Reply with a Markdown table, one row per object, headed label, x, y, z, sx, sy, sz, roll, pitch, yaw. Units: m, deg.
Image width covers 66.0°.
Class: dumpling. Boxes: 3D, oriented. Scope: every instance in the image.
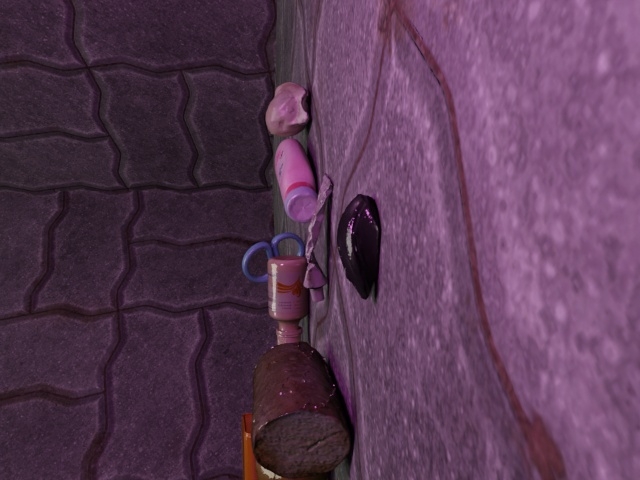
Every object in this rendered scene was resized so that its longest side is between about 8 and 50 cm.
| label | x | y | z | sx | sy | sz | roll | pitch | yaw |
| --- | --- | --- | --- | --- | --- | --- | --- | --- | --- |
| dumpling | -0.082 | -0.337 | 1.268 | 0.199 | 0.118 | 0.136 | 11 | 93 | 54 |

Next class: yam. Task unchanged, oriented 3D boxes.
| label | x | y | z | sx | sy | sz | roll | pitch | yaw |
| --- | --- | --- | --- | --- | --- | --- | --- | --- | --- |
| yam | -0.045 | 0.303 | 0.897 | 0.304 | 0.168 | 0.168 | -127 | 36 | -78 |

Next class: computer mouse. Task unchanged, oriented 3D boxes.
| label | x | y | z | sx | sy | sz | roll | pitch | yaw |
| --- | --- | --- | --- | --- | --- | --- | --- | --- | --- |
| computer mouse | 0.044 | 0.009 | 0.618 | 0.079 | 0.047 | 0.135 | -127 | 35 | -78 |

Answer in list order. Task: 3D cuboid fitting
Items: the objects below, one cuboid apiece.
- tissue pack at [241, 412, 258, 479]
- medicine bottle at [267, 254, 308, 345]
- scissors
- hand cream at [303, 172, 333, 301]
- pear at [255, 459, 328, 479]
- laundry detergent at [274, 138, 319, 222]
| label | x | y | z | sx | sy | sz | roll | pitch | yaw |
| --- | --- | --- | --- | --- | --- | --- | --- | --- | --- |
| tissue pack | -0.108 | 0.602 | 1.284 | 0.145 | 0.194 | 0.274 | -172 | 80 | -82 |
| medicine bottle | -0.089 | 0.171 | 1.367 | 0.114 | 0.114 | 0.252 | -137 | 46 | -79 |
| scissors | -0.107 | 0.181 | 1.496 | 0.029 | 0.193 | 0.447 | 40 | 148 | 50 |
| hand cream | -0.004 | 0.000 | 0.978 | 0.084 | 0.050 | 0.257 | -107 | 20 | -73 |
| pear | -0.058 | 0.477 | 1.057 | 0.167 | 0.167 | 0.136 | -102 | -3 | -54 |
| laundry detergent | -0.059 | -0.139 | 1.194 | 0.335 | 0.088 | 0.159 | -107 | 13 | -62 |
